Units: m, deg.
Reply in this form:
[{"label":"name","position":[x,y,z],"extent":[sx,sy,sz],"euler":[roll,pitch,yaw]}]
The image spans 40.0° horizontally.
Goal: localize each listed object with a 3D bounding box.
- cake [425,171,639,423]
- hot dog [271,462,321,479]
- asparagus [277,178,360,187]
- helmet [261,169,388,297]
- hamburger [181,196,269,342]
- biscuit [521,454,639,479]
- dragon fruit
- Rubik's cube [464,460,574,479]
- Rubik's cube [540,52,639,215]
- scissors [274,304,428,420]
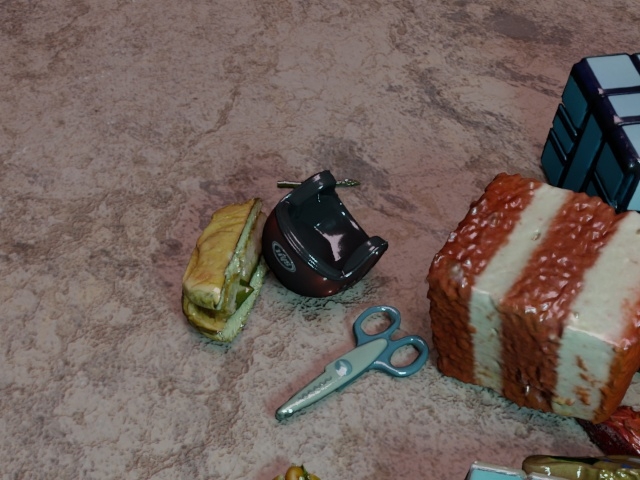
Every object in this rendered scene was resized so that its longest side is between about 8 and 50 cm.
[{"label":"cake","position":[0.361,0.098,1.378],"extent":[0.320,0.270,0.269],"euler":[22,55,27]},{"label":"hot dog","position":[-0.028,0.429,1.238],"extent":[0.104,0.076,0.250],"euler":[-2,54,-4]},{"label":"asparagus","position":[-0.002,-0.110,1.698],"extent":[0.163,0.016,0.016],"euler":[-2,33,-4]},{"label":"helmet","position":[0.000,0.000,1.497],"extent":[0.189,0.193,0.216],"euler":[53,35,10]},{"label":"hamburger","position":[-0.164,0.055,1.504],"extent":[0.131,0.124,0.262],"euler":[-4,43,24]},{"label":"biscuit","position":[0.433,0.327,1.221],"extent":[0.320,0.183,0.047],"euler":[5,84,-1]},{"label":"dragon fruit","position":[0.496,0.301,1.371],"extent":[0.106,0.083,0.162],"euler":[-25,55,-24]},{"label":"Rubik's cube","position":[0.277,0.451,1.146],"extent":[0.225,0.221,0.231],"euler":[10,52,4]},{"label":"Rubik's cube","position":[0.603,-0.152,1.605],"extent":[0.294,0.288,0.283],"euler":[-10,54,-8]},{"label":"scissors","position":[0.044,0.210,1.433],"extent":[0.289,0.041,0.138],"euler":[-30,67,-25]}]
